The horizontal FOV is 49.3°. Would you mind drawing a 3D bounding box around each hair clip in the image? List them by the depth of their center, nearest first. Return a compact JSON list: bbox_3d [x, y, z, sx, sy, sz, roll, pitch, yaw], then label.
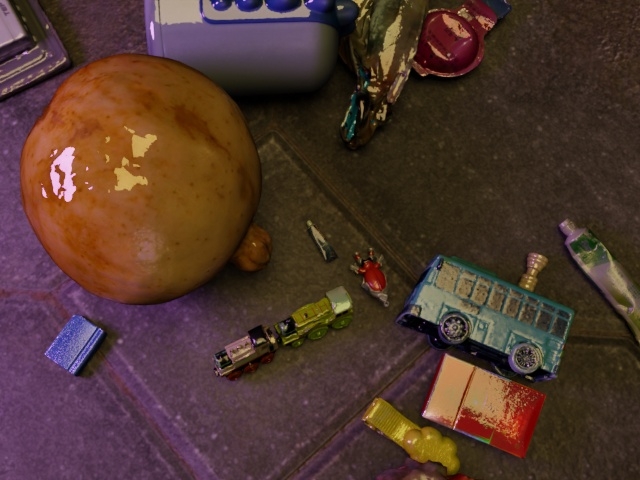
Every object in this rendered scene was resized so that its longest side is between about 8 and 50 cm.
[{"bbox_3d":[0.152,0.318,1.123,0.173,0.046,0.072,37,79,6],"label":"hair clip"}]

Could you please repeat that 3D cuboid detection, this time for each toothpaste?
[{"bbox_3d":[0.505,0.063,1.218,0.078,0.047,0.248,-37,80,-8],"label":"toothpaste"},{"bbox_3d":[0.000,0.000,1.226,0.027,0.019,0.083,-24,75,-34],"label":"toothpaste"}]

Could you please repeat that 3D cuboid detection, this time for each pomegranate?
[{"bbox_3d":[-0.244,-0.077,1.074,0.409,0.410,0.411,1,73,-2],"label":"pomegranate"}]

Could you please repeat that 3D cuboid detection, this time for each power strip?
[{"bbox_3d":[-0.628,-0.382,1.277,0.251,0.092,0.257,-29,80,-14],"label":"power strip"}]

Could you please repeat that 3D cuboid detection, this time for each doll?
[{"bbox_3d":[0.091,0.066,1.201,0.057,0.039,0.114,-4,60,-34],"label":"doll"}]

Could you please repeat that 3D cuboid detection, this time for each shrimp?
[{"bbox_3d":[0.092,-0.386,1.294,0.221,0.110,0.446,1,72,27],"label":"shrimp"}]

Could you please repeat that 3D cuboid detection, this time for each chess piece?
[{"bbox_3d":[0.364,0.069,1.215,0.035,0.035,0.092,25,77,5],"label":"chess piece"}]

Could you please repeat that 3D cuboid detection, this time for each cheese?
[{"bbox_3d":[0.262,-0.399,1.336,0.244,0.062,0.155,-42,79,-14],"label":"cheese"}]

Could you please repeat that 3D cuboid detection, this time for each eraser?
[{"bbox_3d":[-0.403,0.172,1.152,0.063,0.027,0.085,31,74,8],"label":"eraser"}]

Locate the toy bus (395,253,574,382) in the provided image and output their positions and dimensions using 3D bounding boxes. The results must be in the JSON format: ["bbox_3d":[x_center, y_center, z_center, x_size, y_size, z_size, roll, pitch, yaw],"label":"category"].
[{"bbox_3d":[0.266,0.126,1.144,0.255,0.128,0.147,24,74,3],"label":"toy bus"}]

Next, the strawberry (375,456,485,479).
[{"bbox_3d":[0.169,0.497,1.024,0.265,0.149,0.336,-26,87,-34],"label":"strawberry"}]

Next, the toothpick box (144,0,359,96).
[{"bbox_3d":[-0.112,-0.371,1.210,0.354,0.263,0.263,-3,73,-5],"label":"toothpick box"}]

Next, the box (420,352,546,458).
[{"bbox_3d":[0.263,0.266,1.133,0.175,0.048,0.112,21,83,4],"label":"box"}]

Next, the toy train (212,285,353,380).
[{"bbox_3d":[-0.063,0.155,1.144,0.249,0.085,0.053,-25,59,-9],"label":"toy train"}]
